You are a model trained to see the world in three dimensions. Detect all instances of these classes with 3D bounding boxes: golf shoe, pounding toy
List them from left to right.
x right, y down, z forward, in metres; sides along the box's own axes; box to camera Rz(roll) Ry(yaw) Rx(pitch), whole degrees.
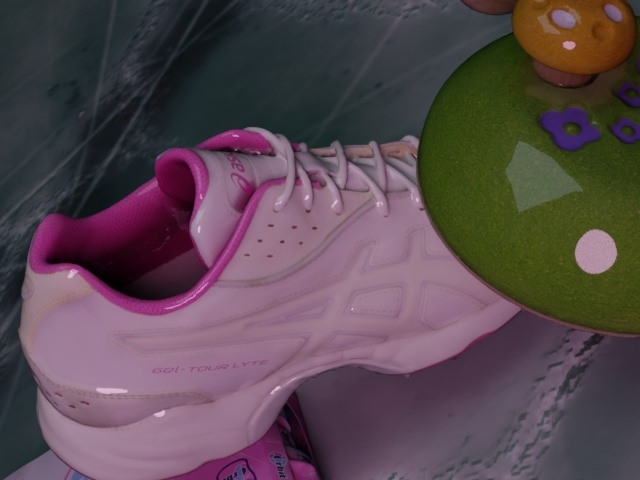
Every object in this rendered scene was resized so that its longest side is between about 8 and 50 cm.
[{"bbox_3d":[0.000,0.000,0.815,0.306,0.140,0.115,-27,43,-16],"label":"golf shoe"},{"bbox_3d":[0.140,-0.081,0.777,0.183,0.110,0.237,5,50,-1],"label":"pounding toy"}]

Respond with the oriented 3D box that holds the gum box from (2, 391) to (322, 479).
[{"bbox_3d":[-0.085,0.140,0.877,0.188,0.062,0.107,-33,41,12],"label":"gum box"}]
